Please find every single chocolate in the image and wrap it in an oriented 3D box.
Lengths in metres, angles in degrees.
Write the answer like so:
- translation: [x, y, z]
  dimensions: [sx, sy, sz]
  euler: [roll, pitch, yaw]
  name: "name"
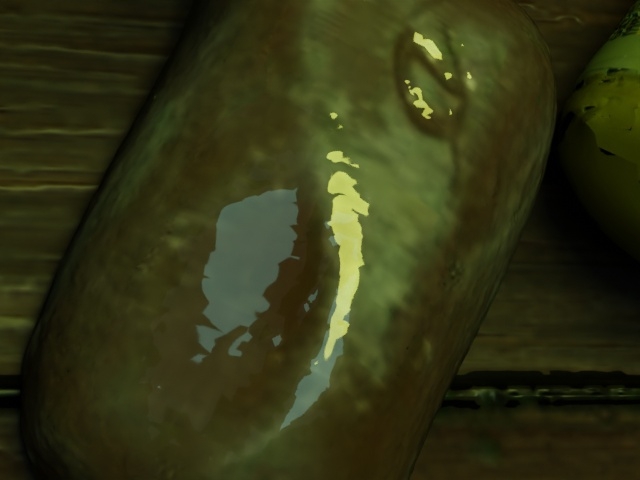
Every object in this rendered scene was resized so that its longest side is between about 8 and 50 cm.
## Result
- translation: [0.001, -0.001, 0.610]
  dimensions: [0.161, 0.083, 0.261]
  euler: [23, 76, -13]
  name: "chocolate"

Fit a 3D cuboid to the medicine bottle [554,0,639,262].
- translation: [0.189, -0.089, 0.670]
  dimensions: [0.124, 0.124, 0.239]
  euler: [39, 72, -10]
  name: "medicine bottle"
